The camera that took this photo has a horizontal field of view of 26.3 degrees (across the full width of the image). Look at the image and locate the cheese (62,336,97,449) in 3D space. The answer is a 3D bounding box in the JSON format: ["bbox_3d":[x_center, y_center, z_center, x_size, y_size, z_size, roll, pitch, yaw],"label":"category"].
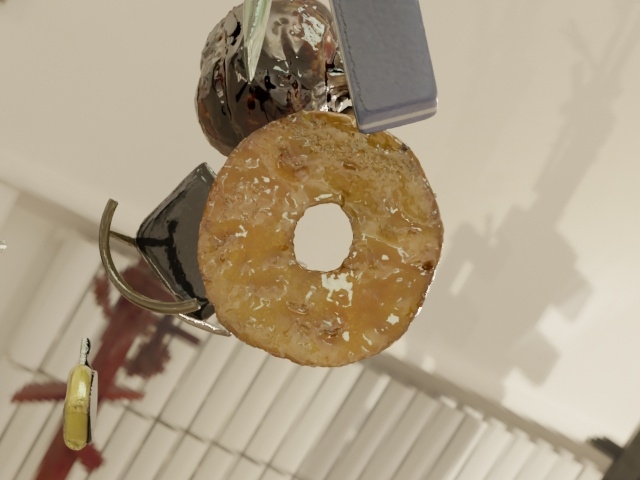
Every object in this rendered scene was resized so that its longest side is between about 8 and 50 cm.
[{"bbox_3d":[-0.291,0.175,1.666,0.036,0.086,0.162,1,33,-5],"label":"cheese"}]

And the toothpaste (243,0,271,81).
[{"bbox_3d":[-0.061,-0.227,1.321,0.029,0.048,0.197,1,43,3],"label":"toothpaste"}]

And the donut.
[{"bbox_3d":[0.001,-0.002,1.507,0.278,0.277,0.108,30,0,0],"label":"donut"}]

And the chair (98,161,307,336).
[{"bbox_3d":[-0.158,0.013,1.804,0.188,0.166,0.272,50,10,16],"label":"chair"}]

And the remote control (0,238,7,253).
[{"bbox_3d":[-0.509,0.026,1.796,0.055,0.103,0.277,42,5,10],"label":"remote control"}]

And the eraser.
[{"bbox_3d":[0.052,-0.214,1.280,0.082,0.225,0.036,-15,12,-6],"label":"eraser"}]

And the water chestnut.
[{"bbox_3d":[-0.059,-0.243,2.106,0.244,0.289,0.289,22,14,-26],"label":"water chestnut"}]
